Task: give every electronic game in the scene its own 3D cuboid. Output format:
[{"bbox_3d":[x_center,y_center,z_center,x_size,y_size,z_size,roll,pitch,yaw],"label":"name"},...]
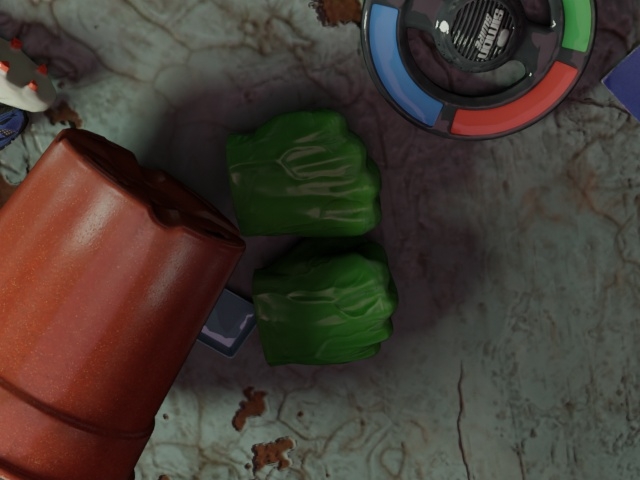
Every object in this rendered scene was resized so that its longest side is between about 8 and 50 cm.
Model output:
[{"bbox_3d":[0.152,-0.205,1.336,0.229,0.048,0.229,-2,112,-4],"label":"electronic game"}]

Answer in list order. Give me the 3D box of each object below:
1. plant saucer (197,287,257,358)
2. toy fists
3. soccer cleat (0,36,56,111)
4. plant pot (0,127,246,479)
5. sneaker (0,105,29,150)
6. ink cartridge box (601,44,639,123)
[{"bbox_3d":[-0.154,0.050,1.432,0.192,0.018,0.067,31,106,-15],"label":"plant saucer"},{"bbox_3d":[0.000,0.000,1.385,0.142,0.096,0.279,-5,114,8],"label":"toy fists"},{"bbox_3d":[-0.342,-0.170,1.306,0.196,0.068,0.076,29,121,-13],"label":"soccer cleat"},{"bbox_3d":[-0.222,0.056,1.293,0.272,0.272,0.265,31,98,-16],"label":"plant pot"},{"bbox_3d":[-0.388,-0.111,1.315,0.221,0.083,0.087,-5,107,-5],"label":"sneaker"},{"bbox_3d":[0.507,-0.157,1.376,0.324,0.071,0.330,41,102,-19],"label":"ink cartridge box"}]
